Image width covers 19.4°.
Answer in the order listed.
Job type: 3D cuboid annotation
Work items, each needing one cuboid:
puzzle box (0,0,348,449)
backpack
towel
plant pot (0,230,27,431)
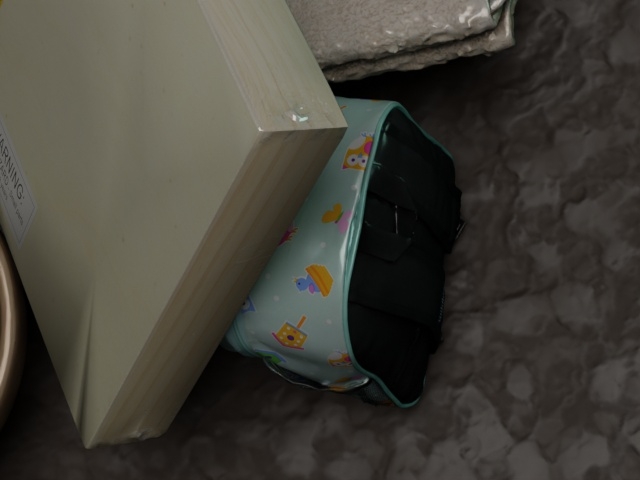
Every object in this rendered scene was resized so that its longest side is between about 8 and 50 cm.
[{"bbox_3d":[-0.131,-0.129,1.027,0.052,0.272,0.409,-6,56,-31],"label":"puzzle box"},{"bbox_3d":[0.000,0.000,1.053,0.144,0.188,0.166,11,81,11],"label":"backpack"},{"bbox_3d":[-0.015,-0.169,1.108,0.282,0.049,0.187,-12,58,22],"label":"towel"},{"bbox_3d":[-0.282,0.065,1.123,0.237,0.110,0.237,-2,78,7],"label":"plant pot"}]
